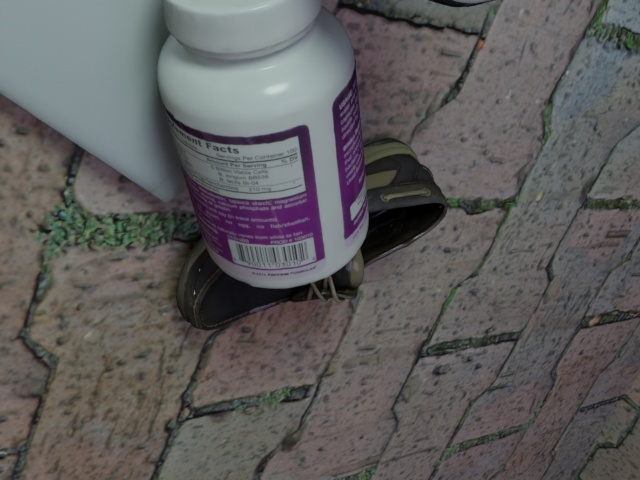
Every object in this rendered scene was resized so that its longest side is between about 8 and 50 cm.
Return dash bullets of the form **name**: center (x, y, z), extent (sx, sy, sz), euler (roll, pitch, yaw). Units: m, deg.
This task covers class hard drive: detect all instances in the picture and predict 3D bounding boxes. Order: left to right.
- **hard drive**: center (-0.170, -0.176, 0.787), extent (0.203, 0.040, 0.307), euler (-49, 144, 2)

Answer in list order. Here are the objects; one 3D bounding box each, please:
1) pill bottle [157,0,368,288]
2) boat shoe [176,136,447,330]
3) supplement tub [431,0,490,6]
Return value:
- **pill bottle**: center (-0.049, -0.110, 0.795), extent (0.169, 0.169, 0.301), euler (-32, 141, -21)
- **boat shoe**: center (0.000, 0.000, 1.041), extent (0.355, 0.130, 0.132), euler (-33, 141, -19)
- **supplement tub**: center (0.030, -0.309, 0.635), extent (0.194, 0.316, 0.193), euler (-28, 140, -27)
